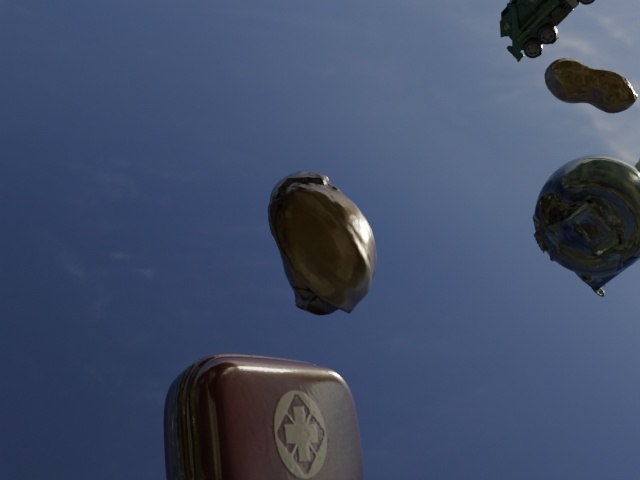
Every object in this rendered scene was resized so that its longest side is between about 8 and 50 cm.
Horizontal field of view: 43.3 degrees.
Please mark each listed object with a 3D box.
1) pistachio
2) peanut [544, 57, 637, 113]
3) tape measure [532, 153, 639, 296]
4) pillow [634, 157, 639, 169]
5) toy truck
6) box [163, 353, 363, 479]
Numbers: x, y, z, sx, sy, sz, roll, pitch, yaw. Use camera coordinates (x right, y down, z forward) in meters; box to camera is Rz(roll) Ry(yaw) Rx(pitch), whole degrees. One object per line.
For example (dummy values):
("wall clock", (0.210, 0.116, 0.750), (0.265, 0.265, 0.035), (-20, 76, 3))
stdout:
("pistachio", (0.000, 0.000, 1.044), (0.165, 0.130, 0.210), (11, -123, -43))
("peanut", (0.512, -0.294, 1.541), (0.192, 0.089, 0.089), (25, -136, 38))
("tape measure", (0.598, -0.045, 1.734), (0.275, 0.256, 0.147), (45, -144, 2))
("pillow", (0.771, -0.151, 1.836), (0.128, 0.051, 0.229), (17, -116, 37))
("toy truck", (0.438, -0.466, 1.586), (0.116, 0.216, 0.110), (36, -142, -12))
("box", (-0.072, 0.309, 1.244), (0.403, 0.108, 0.263), (16, -120, -52))
